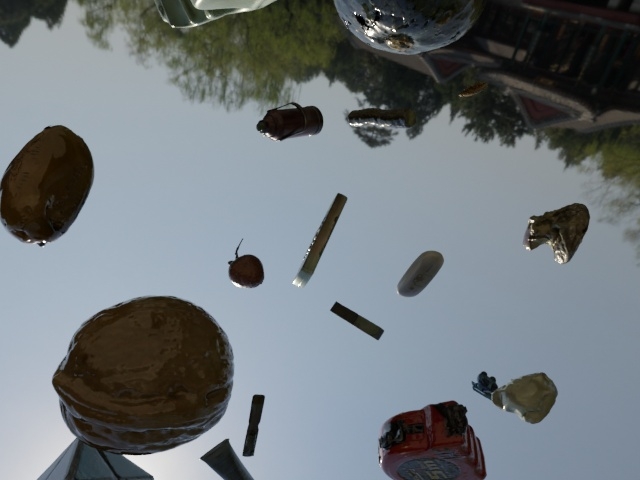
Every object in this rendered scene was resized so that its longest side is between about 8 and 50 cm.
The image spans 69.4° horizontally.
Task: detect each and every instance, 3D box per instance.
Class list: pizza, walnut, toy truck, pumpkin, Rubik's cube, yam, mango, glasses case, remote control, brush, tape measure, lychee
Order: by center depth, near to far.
[{"bbox_3d":[-0.332,0.258,0.896,0.333,0.333,0.333,10,-151,-6],"label":"walnut"},{"bbox_3d":[-0.547,-0.112,0.920,0.151,0.248,0.156,16,165,-8],"label":"mango"},{"bbox_3d":[-0.570,0.662,1.095,0.259,0.255,0.260,48,168,-21],"label":"Rubik's cube"},{"bbox_3d":[0.263,0.500,1.121,0.260,0.253,0.114,-19,-144,22],"label":"tape measure"},{"bbox_3d":[-0.177,0.495,1.219,0.034,0.190,0.027,9,-167,-13],"label":"brush"},{"bbox_3d":[0.411,-0.408,1.247,0.083,0.016,0.037,-13,-133,36],"label":"pizza"},{"bbox_3d":[0.243,-0.706,1.283,0.454,0.344,0.454,12,-171,-2],"label":"pumpkin"},{"bbox_3d":[-0.219,0.083,1.351,0.114,0.101,0.140,-37,-142,-24],"label":"lychee"},{"bbox_3d":[0.293,0.102,1.370,0.074,0.193,0.049,12,-137,-20],"label":"glasses case"},{"bbox_3d":[0.178,-0.368,1.387,0.061,0.061,0.253,-10,-162,-36],"label":"yam"},{"bbox_3d":[-0.001,0.000,1.587,0.050,0.145,0.344,27,-121,-3],"label":"remote control"},{"bbox_3d":[0.634,0.550,1.713,0.136,0.074,0.063,31,-158,1],"label":"toy truck"}]

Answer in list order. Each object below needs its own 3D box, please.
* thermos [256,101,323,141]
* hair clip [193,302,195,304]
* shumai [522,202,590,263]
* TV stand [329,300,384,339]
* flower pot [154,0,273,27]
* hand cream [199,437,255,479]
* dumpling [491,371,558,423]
[{"bbox_3d":[-0.104,-0.353,1.409,0.232,0.099,0.124,-23,-179,-43],"label":"thermos"},{"bbox_3d":[-0.489,0.307,1.678,0.116,0.049,0.172,10,-131,-44],"label":"hair clip"},{"bbox_3d":[0.694,-0.033,1.372,0.153,0.161,0.209,16,-121,20],"label":"shumai"},{"bbox_3d":[0.139,0.310,1.794,0.256,0.049,0.040,23,166,48],"label":"TV stand"},{"bbox_3d":[-0.143,-0.463,0.760,0.254,0.164,0.367,-30,-150,-16],"label":"flower pot"},{"bbox_3d":[-0.241,0.647,1.293,0.088,0.256,0.055,-31,-145,-11],"label":"hand cream"},{"bbox_3d":[0.609,0.475,1.369,0.169,0.134,0.100,-27,177,-5],"label":"dumpling"}]
